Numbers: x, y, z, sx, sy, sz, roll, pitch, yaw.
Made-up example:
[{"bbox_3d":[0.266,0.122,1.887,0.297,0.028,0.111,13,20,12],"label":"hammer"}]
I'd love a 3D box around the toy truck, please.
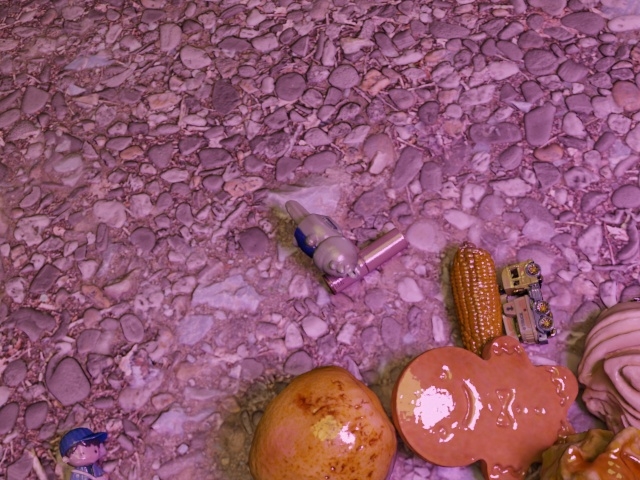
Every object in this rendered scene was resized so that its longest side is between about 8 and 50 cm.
[{"bbox_3d":[0.408,0.128,1.301,0.100,0.077,0.168,-14,65,17],"label":"toy truck"}]

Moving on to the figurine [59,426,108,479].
[{"bbox_3d":[-0.463,0.444,1.282,0.087,0.086,0.149,-29,69,39],"label":"figurine"}]

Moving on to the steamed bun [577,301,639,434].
[{"bbox_3d":[0.611,0.243,1.138,0.276,0.203,0.289,8,64,8],"label":"steamed bun"}]

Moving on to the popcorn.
[{"bbox_3d":[0.440,0.422,1.039,0.195,0.255,0.256,32,35,4],"label":"popcorn"}]

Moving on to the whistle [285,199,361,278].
[{"bbox_3d":[0.000,0.000,1.362,0.244,0.110,0.092,47,115,31],"label":"whistle"}]

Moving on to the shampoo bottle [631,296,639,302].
[{"bbox_3d":[0.706,0.128,1.267,0.183,0.050,0.087,-4,67,7],"label":"shampoo bottle"}]

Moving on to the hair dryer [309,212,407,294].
[{"bbox_3d":[0.055,-0.012,1.443,0.195,0.053,0.220,-32,57,-7],"label":"hair dryer"}]

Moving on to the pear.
[{"bbox_3d":[0.002,0.357,1.149,0.271,0.271,0.271,-3,63,7],"label":"pear"}]

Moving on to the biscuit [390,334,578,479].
[{"bbox_3d":[0.304,0.304,1.173,0.355,0.052,0.275,11,73,-9],"label":"biscuit"}]

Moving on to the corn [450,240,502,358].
[{"bbox_3d":[0.316,0.122,1.307,0.097,0.097,0.261,-6,66,6],"label":"corn"}]
